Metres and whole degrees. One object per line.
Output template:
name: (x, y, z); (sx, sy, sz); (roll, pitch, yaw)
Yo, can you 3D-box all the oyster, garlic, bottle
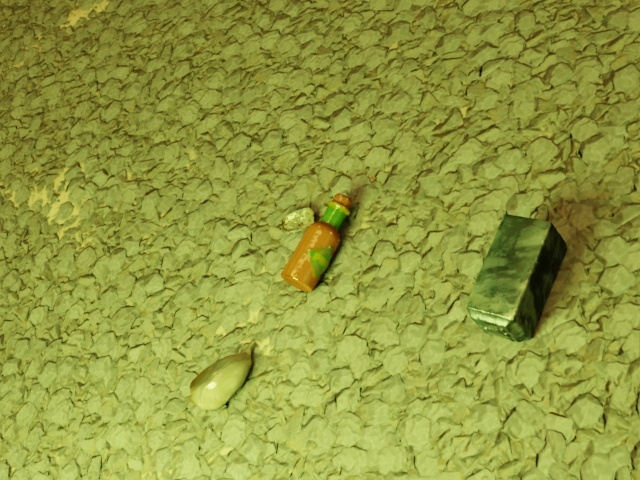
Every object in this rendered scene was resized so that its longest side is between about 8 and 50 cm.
oyster: (-0.044, -0.034, 1.820); (0.083, 0.019, 0.054); (-8, 60, 26)
garlic: (-0.175, 0.242, 1.701); (0.152, 0.066, 0.084); (-39, 47, 9)
bottle: (0.000, 0.000, 1.738); (0.069, 0.069, 0.187); (18, 74, 38)

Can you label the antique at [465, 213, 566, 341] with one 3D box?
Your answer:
antique: (0.303, 0.062, 1.499); (0.086, 0.088, 0.183); (13, 70, 38)
